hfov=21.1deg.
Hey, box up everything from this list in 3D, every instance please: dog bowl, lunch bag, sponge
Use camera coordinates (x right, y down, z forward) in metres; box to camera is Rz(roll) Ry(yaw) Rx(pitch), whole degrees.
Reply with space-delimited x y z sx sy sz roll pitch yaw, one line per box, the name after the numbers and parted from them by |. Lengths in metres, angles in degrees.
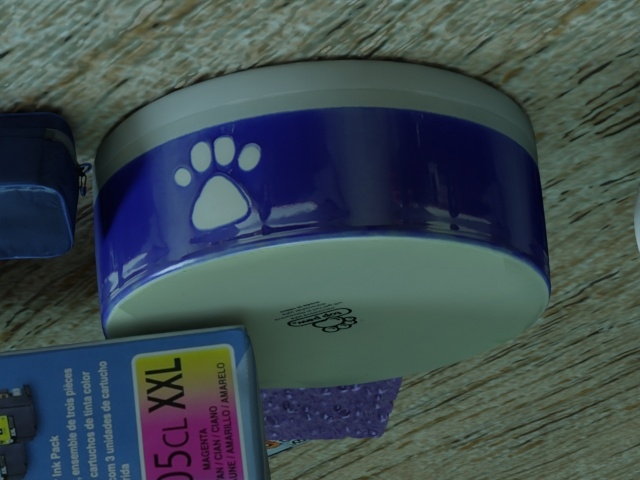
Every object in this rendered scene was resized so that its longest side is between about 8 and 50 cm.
0.000 0.000 1.008 0.265 0.104 0.265 -4 158 -2 | dog bowl
-0.175 -0.033 0.942 0.098 0.065 0.067 -2 143 -3 | lunch bag
-0.043 0.112 1.330 0.210 0.031 0.117 0 139 -11 | sponge

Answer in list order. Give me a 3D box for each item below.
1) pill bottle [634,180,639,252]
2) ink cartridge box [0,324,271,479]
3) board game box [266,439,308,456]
0.318 0.019 1.020 0.182 0.181 0.323 -21 153 34 | pill bottle
-0.226 0.175 1.045 0.396 0.151 0.270 -5 160 -1 | ink cartridge box
-0.096 0.164 1.488 0.136 0.035 0.201 13 151 -38 | board game box
